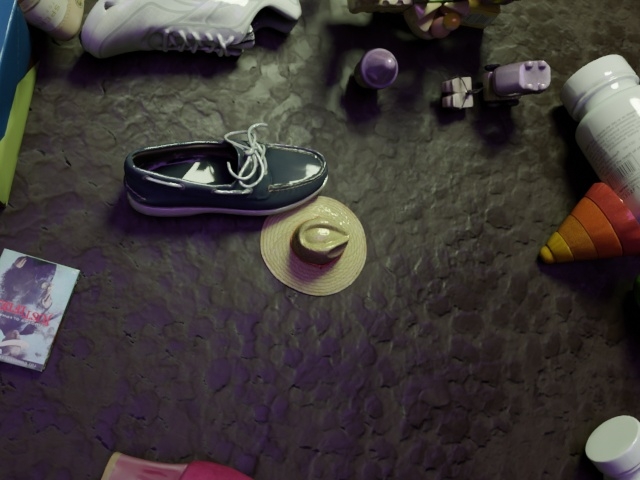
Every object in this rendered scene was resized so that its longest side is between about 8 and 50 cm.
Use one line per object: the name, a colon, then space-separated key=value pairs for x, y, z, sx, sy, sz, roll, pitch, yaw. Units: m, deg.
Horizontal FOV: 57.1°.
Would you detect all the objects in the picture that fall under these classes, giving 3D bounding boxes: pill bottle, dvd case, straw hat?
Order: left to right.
dvd case: x=-0.334 y=0.078 z=0.661 sx=0.087 sy=0.013 sz=0.119 roll=19 pitch=75 yaw=-11
straw hat: x=0.000 y=0.000 z=0.744 sx=0.145 sy=0.061 sz=0.144 roll=3 pitch=77 yaw=-14
pill bottle: x=0.447 y=-0.147 z=0.844 sx=0.131 sy=0.131 sz=0.229 roll=-13 pitch=65 yaw=-18
pill bottle: x=0.442 y=0.323 z=0.771 sx=0.108 sy=0.108 sz=0.180 roll=-43 pitch=92 yaw=-19

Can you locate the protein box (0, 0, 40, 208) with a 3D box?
protein box: x=-0.434 y=-0.158 z=0.619 sx=0.201 sy=0.136 sz=0.199 roll=9 pitch=76 yaw=-13

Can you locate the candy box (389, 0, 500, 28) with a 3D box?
candy box: x=0.173 y=-0.390 z=0.880 sx=0.187 sy=0.053 sz=0.109 roll=3 pitch=79 yaw=-13

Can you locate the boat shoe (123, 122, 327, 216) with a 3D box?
boat shoe: x=-0.107 y=-0.088 z=0.718 sx=0.255 sy=0.079 sz=0.095 roll=-3 pitch=59 yaw=-15

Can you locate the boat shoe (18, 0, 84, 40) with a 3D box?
boat shoe: x=-0.334 y=-0.376 z=0.717 sx=0.109 sy=0.098 sz=0.302 roll=-21 pitch=63 yaw=22

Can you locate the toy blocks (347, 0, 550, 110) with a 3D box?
toy blocks: x=0.188 y=-0.323 z=0.717 sx=0.289 sy=0.260 sz=0.308 roll=-7 pitch=99 yaw=-13

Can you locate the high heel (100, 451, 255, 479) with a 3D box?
high heel: x=-0.172 y=0.409 z=0.568 sx=0.182 sy=0.127 sz=0.376 roll=13 pitch=72 yaw=-1

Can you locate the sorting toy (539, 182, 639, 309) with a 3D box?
sorting toy: x=0.433 y=0.103 z=0.837 sx=0.126 sy=0.127 sz=0.365 roll=-29 pitch=90 yaw=10

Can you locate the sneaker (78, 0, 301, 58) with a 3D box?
sneaker: x=-0.154 y=-0.285 z=0.745 sx=0.292 sy=0.110 sz=0.118 roll=-28 pitch=96 yaw=-19
